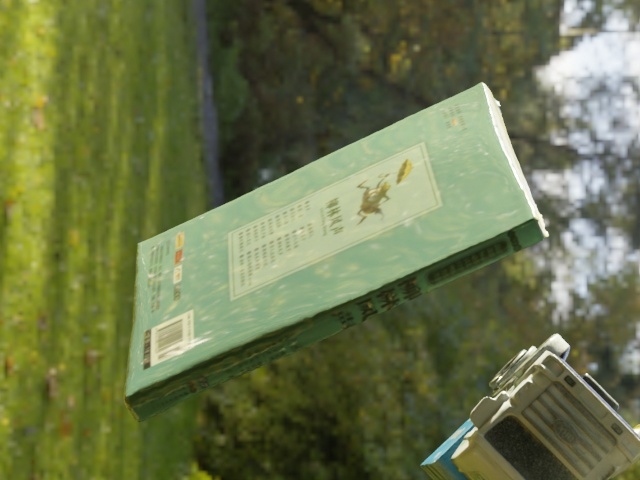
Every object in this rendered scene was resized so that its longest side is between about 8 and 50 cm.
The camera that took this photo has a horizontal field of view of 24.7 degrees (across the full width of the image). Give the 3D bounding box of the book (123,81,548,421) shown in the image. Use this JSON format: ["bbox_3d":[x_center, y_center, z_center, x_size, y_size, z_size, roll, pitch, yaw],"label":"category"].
[{"bbox_3d":[0.000,0.000,1.288,0.031,0.379,0.264,59,13,-30],"label":"book"}]

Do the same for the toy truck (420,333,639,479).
[{"bbox_3d":[0.209,0.208,1.464,0.146,0.175,0.367,44,-7,8],"label":"toy truck"}]
